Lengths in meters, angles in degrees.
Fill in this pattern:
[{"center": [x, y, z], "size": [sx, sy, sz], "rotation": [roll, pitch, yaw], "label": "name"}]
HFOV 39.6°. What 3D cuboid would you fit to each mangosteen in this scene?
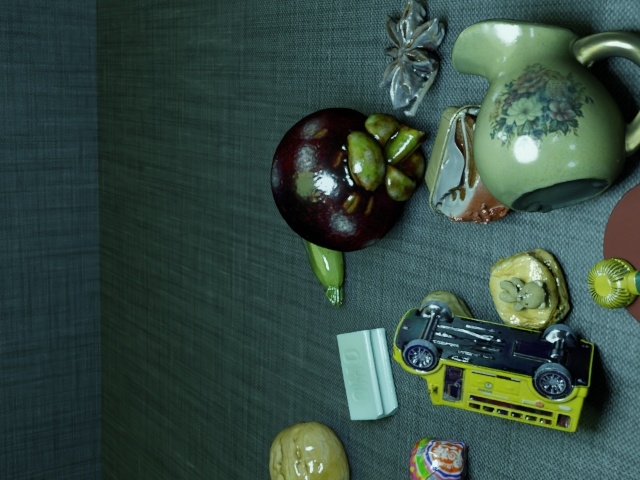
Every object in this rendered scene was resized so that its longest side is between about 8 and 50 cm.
[{"center": [0.067, -0.138, 1.822], "size": [0.347, 0.306, 0.307], "rotation": [-20, 78, 39], "label": "mangosteen"}]

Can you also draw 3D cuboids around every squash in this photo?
[{"center": [0.000, 0.000, 2.107], "size": [0.094, 0.094, 0.341], "rotation": [-44, 57, 48], "label": "squash"}]

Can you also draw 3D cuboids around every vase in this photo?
[{"center": [0.396, -0.223, 1.430], "size": [0.329, 0.241, 0.302], "rotation": [-16, 72, 23], "label": "vase"}]

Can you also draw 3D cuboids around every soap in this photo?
[{"center": [0.106, 0.303, 2.015], "size": [0.119, 0.066, 0.198], "rotation": [-19, 79, 56], "label": "soap"}]

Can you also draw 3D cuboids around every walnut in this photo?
[{"center": [-0.027, 0.545, 2.141], "size": [0.195, 0.195, 0.222], "rotation": [-42, 54, 49], "label": "walnut"}]

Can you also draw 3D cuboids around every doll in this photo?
[{"center": [0.350, 0.094, 1.542], "size": [0.093, 0.051, 0.062], "rotation": [-158, 62, -74], "label": "doll"}]

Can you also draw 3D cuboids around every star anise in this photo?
[{"center": [0.185, -0.361, 1.797], "size": [0.230, 0.081, 0.263], "rotation": [-44, 49, 48], "label": "star anise"}]

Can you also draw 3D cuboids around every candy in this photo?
[{"center": [0.204, 0.528, 1.899], "size": [0.124, 0.124, 0.365], "rotation": [65, 150, 25], "label": "candy"}]

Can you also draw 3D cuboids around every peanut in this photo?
[{"center": [0.281, 0.194, 1.714], "size": [0.274, 0.111, 0.125], "rotation": [48, 127, 40], "label": "peanut"}]

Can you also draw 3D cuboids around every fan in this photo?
[{"center": [0.488, 0.067, 1.407], "size": [0.155, 0.039, 0.082], "rotation": [-11, 87, 59], "label": "fan"}]

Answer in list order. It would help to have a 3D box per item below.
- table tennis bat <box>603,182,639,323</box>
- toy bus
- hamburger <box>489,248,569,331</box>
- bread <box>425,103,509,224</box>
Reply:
[{"center": [0.589, 0.043, 1.315], "size": [0.414, 0.051, 0.268], "rotation": [25, 115, 52], "label": "table tennis bat"}, {"center": [0.292, 0.220, 1.536], "size": [0.331, 0.145, 0.151], "rotation": [10, 123, 16], "label": "toy bus"}, {"center": [0.373, 0.091, 1.596], "size": [0.138, 0.083, 0.147], "rotation": [-26, 74, 47], "label": "hamburger"}, {"center": [0.288, -0.137, 1.648], "size": [0.212, 0.142, 0.224], "rotation": [-125, 42, -56], "label": "bread"}]
